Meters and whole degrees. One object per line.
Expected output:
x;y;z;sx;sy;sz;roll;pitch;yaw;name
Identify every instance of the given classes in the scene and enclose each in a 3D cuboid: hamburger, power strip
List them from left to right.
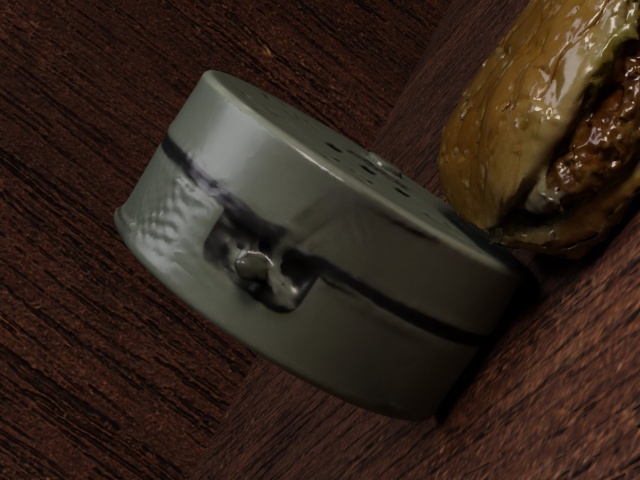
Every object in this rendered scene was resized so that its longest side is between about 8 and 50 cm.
0.000;0.000;1.191;0.161;0.357;0.357;-57;6;9;power strip
0.203;-0.113;1.129;0.259;0.144;0.283;-55;11;-7;hamburger
